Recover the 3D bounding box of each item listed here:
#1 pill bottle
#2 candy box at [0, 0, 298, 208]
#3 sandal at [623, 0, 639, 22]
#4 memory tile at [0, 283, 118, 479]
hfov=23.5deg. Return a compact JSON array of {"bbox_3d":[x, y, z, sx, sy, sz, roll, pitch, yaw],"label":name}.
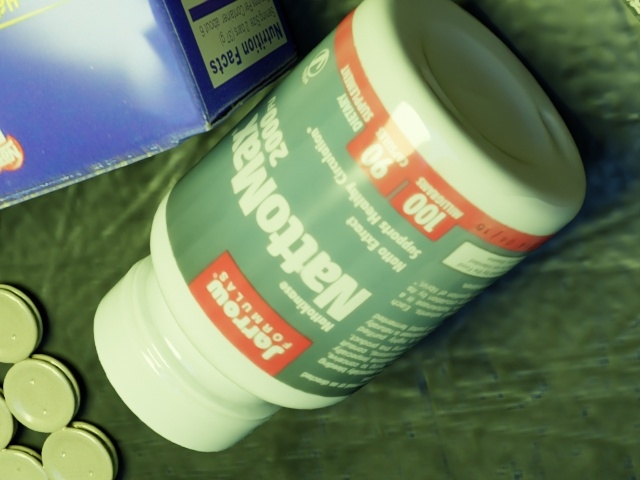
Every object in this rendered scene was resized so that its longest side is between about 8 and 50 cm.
[{"bbox_3d":[0.000,0.000,0.579,0.108,0.108,0.180,47,118,-1],"label":"pill bottle"},{"bbox_3d":[-0.190,-0.160,0.584,0.268,0.122,0.317,-16,102,24],"label":"candy box"},{"bbox_3d":[0.112,-0.118,0.537,0.179,0.040,0.067,41,113,19],"label":"sandal"},{"bbox_3d":[-0.150,0.097,0.726,0.113,0.012,0.148,-22,101,26],"label":"memory tile"}]
